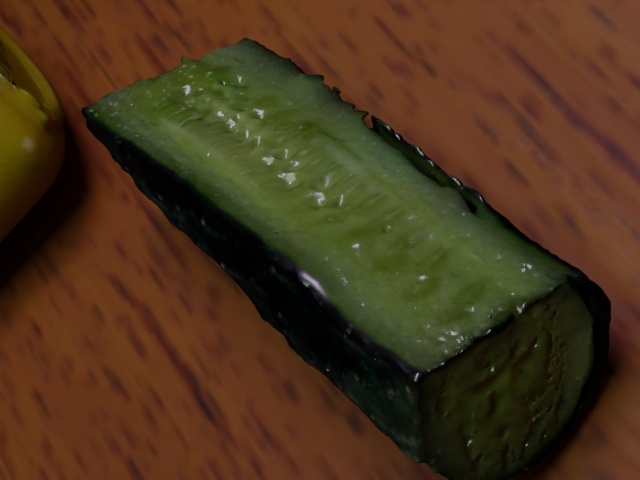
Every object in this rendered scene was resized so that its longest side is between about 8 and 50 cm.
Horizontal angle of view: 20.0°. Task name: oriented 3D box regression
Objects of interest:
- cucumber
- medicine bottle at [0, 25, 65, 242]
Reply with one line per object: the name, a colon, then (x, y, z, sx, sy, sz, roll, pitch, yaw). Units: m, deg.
cucumber: (0.002, 0.001, 0.610, 0.078, 0.062, 0.211, -29, 39, -20)
medicine bottle: (-0.226, 0.035, 0.745, 0.309, 0.076, 0.111, -46, 49, 11)
